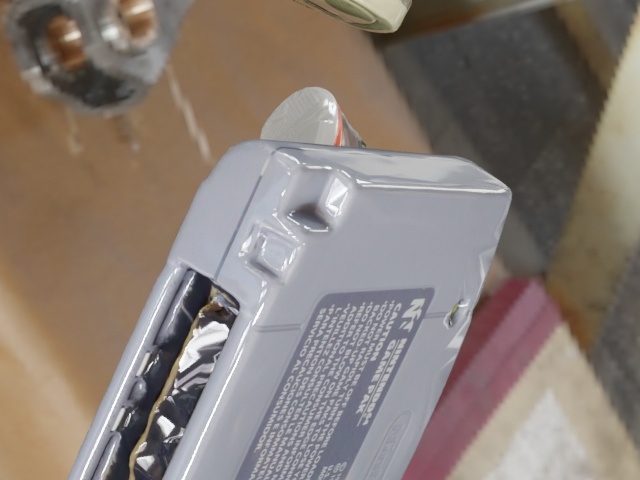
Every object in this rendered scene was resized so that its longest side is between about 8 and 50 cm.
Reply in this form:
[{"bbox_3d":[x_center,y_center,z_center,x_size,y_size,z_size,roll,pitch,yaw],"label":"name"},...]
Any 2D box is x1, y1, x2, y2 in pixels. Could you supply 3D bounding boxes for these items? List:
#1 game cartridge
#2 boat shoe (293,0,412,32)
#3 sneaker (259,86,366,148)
[{"bbox_3d":[-0.028,0.095,0.810,0.196,0.060,0.294,4,115,-56],"label":"game cartridge"},{"bbox_3d":[-0.033,-0.177,0.873,0.113,0.302,0.103,28,96,-33],"label":"boat shoe"},{"bbox_3d":[0.000,0.000,0.981,0.065,0.061,0.158,35,56,-40],"label":"sneaker"}]
